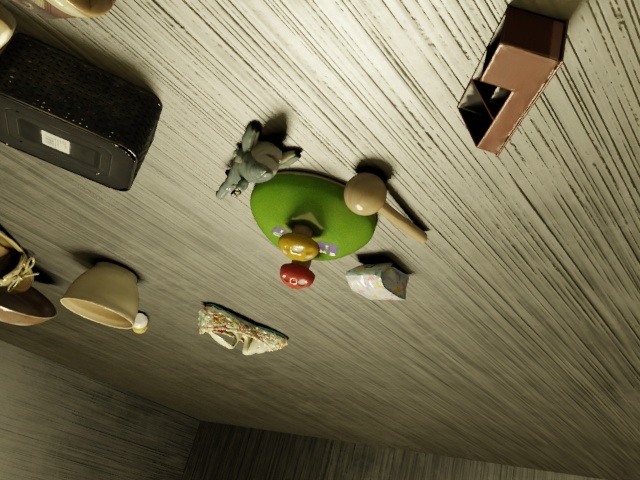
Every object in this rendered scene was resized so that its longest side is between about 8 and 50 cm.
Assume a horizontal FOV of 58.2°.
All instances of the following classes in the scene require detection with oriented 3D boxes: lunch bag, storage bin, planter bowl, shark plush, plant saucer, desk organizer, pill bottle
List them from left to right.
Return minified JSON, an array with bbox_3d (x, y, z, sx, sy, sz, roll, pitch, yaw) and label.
[{"bbox_3d":[-0.802,0.125,1.403,0.311,0.050,0.310,32,177,2],"label":"plant saucer"},{"bbox_3d":[-0.297,-0.146,0.691,0.180,0.084,0.122,23,153,-15],"label":"storage bin"},{"bbox_3d":[-0.474,0.115,1.276,0.162,0.109,0.162,12,153,6],"label":"planter bowl"},{"bbox_3d":[-0.499,0.226,1.584,0.043,0.043,0.083,20,154,-7],"label":"pill bottle"},{"bbox_3d":[-0.100,-0.086,0.716,0.161,0.067,0.073,-11,143,43],"label":"shark plush"},{"bbox_3d":[0.091,0.063,0.920,0.071,0.053,0.083,-6,156,41],"label":"lunch bag"},{"bbox_3d":[0.159,-0.133,0.501,0.050,0.047,0.130,18,154,2],"label":"desk organizer"}]

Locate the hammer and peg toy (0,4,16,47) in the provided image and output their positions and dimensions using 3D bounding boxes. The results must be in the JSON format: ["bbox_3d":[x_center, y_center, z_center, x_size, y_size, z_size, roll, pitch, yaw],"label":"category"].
[{"bbox_3d":[-0.505,-0.193,0.543,0.361,0.127,0.266,-27,136,22],"label":"hammer and peg toy"}]

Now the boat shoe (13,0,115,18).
[{"bbox_3d":[-0.285,-0.270,0.424,0.092,0.102,0.285,-8,151,32],"label":"boat shoe"}]

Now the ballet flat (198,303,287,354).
[{"bbox_3d":[-0.191,0.230,1.381,0.241,0.077,0.091,28,151,-23],"label":"ballet flat"}]

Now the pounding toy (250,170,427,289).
[{"bbox_3d":[0.000,0.000,0.781,0.237,0.110,0.183,-3,148,34],"label":"pounding toy"}]

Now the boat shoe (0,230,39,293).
[{"bbox_3d":[-0.716,0.047,1.285,0.089,0.104,0.285,14,153,11],"label":"boat shoe"}]
